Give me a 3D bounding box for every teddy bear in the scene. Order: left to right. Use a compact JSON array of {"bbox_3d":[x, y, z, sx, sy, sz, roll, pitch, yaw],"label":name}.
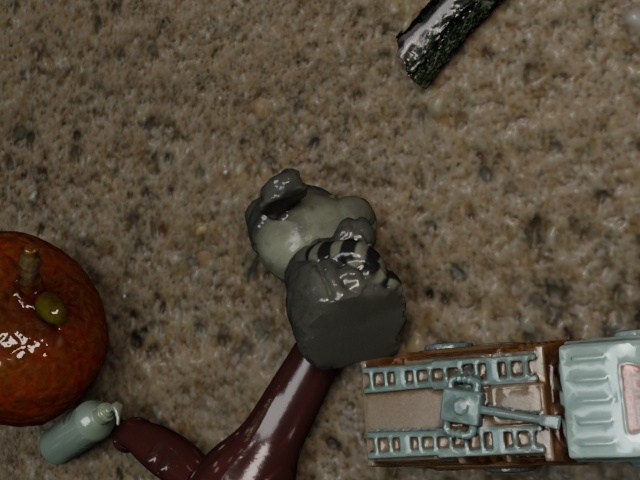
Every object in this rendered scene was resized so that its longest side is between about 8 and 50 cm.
[{"bbox_3d":[0.004,0.005,1.027,0.144,0.171,0.251,-23,64,-7],"label":"teddy bear"}]

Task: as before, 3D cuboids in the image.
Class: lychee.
[{"bbox_3d":[-0.394,0.109,1.213,0.300,0.255,0.255,-42,63,31],"label":"lychee"}]

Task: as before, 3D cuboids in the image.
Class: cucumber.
[{"bbox_3d":[0.174,-0.277,1.017,0.245,0.067,0.067,-46,62,16],"label":"cucumber"}]

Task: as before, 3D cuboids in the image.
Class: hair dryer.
[{"bbox_3d":[-0.151,0.229,1.141,0.340,0.123,0.312,21,84,43],"label":"hair dryer"}]

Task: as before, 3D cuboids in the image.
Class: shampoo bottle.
[{"bbox_3d":[-0.301,0.239,1.205,0.195,0.056,0.056,-36,65,44],"label":"shampoo bottle"}]

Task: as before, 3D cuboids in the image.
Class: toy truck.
[{"bbox_3d":[0.193,0.153,0.881,0.305,0.162,0.136,-10,78,30],"label":"toy truck"}]
